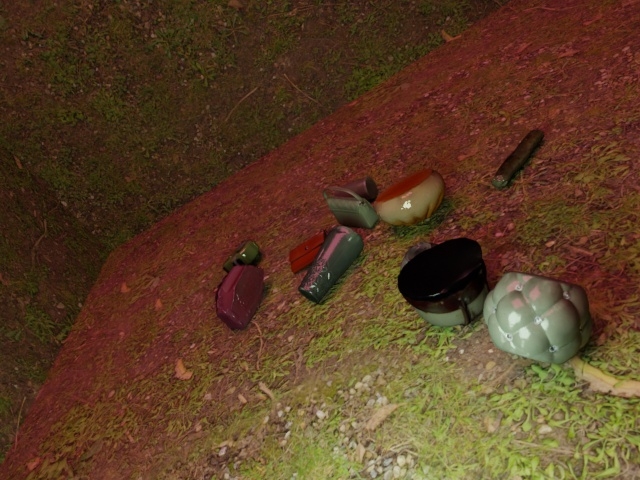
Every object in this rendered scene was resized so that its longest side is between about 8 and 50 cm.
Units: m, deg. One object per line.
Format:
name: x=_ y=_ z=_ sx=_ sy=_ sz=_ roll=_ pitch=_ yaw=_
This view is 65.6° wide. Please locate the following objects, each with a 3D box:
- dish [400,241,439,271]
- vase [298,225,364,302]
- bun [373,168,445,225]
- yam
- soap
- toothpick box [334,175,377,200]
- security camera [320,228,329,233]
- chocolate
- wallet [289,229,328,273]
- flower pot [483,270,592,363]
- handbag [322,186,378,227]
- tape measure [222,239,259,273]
dish: x=0.362 y=0.072 z=1.728 sx=0.224 sy=0.078 sz=0.246 roll=-36 pitch=28 yaw=-3
vase: x=0.029 y=0.105 z=1.991 sx=0.301 sy=0.156 sz=0.251 roll=-55 pitch=6 yaw=-21
bun: x=0.364 y=-0.150 z=1.978 sx=0.299 sy=0.165 sz=0.299 roll=-31 pitch=11 yaw=7
yam: x=0.757 y=-0.316 z=1.906 sx=0.067 sy=0.071 sz=0.317 roll=34 pitch=67 yaw=22
soap: x=-0.343 y=0.225 z=2.155 sx=0.112 sy=0.182 sz=0.289 roll=-8 pitch=39 yaw=34
toothpick box: x=0.168 y=-0.229 z=2.365 sx=0.181 sy=0.111 sz=0.111 roll=-17 pitch=33 yaw=33
security camera: x=0.000 y=0.000 z=2.269 sx=0.058 sy=0.058 sz=0.092 roll=5 pitch=56 yaw=51
chocolate: x=0.388 y=0.142 z=1.483 sx=0.283 sy=0.186 sz=0.283 roll=-30 pitch=19 yaw=12
wallet: x=-0.049 y=0.050 z=2.210 sx=0.204 sy=0.045 sz=0.142 roll=-32 pitch=38 yaw=22
flower pot: x=0.524 y=0.188 z=1.210 sx=0.246 sy=0.246 sz=0.195 roll=8 pitch=82 yaw=52
handbag: x=0.123 y=-0.157 z=2.190 sx=0.256 sy=0.219 sz=0.079 roll=10 pitch=54 yaw=51
tape measure: x=-0.385 y=0.079 z=2.505 sx=0.200 sy=0.106 sz=0.175 roll=-49 pitch=17 yaw=-28
